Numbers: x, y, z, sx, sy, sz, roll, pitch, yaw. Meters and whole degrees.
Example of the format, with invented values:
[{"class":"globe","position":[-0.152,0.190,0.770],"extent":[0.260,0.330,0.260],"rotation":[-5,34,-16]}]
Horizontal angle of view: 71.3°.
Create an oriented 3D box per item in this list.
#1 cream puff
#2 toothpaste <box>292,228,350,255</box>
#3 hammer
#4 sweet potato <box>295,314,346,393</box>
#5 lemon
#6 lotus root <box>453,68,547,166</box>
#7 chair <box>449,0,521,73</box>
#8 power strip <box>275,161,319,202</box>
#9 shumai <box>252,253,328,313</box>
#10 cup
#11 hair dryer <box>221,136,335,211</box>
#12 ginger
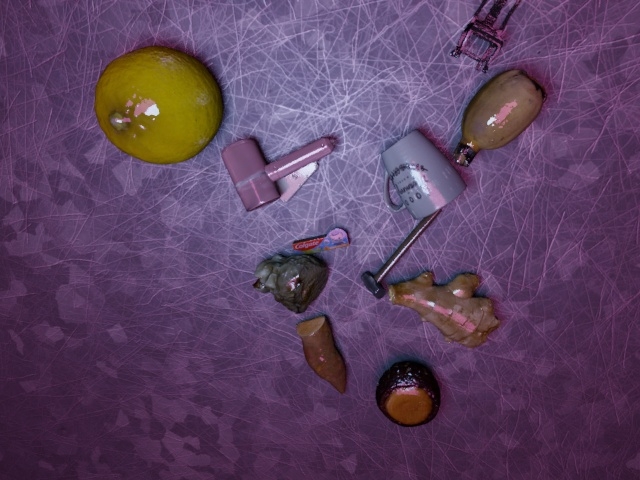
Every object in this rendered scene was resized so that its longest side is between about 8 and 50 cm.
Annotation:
[{"class":"cream puff","position":[0.321,0.556,1.637],"extent":[0.239,0.165,0.238],"rotation":[2,110,6]},{"class":"toothpaste","position":[0.000,0.000,1.540],"extent":[0.194,0.044,0.070],"rotation":[-12,106,10]},{"class":"hammer","position":[0.277,0.031,1.502],"extent":[0.044,0.111,0.365],"rotation":[30,105,-33]},{"class":"sweet potato","position":[0.016,0.444,1.655],"extent":[0.131,0.131,0.336],"rotation":[-17,105,12]},{"class":"lemon","position":[-0.479,-0.382,1.302],"extent":[0.365,0.364,0.363],"rotation":[2,109,6]},{"class":"lotus root","position":[0.497,-0.348,1.291],"extent":[0.183,0.182,0.310],"rotation":[38,109,-7]},{"class":"chair","position":[0.471,-0.601,1.246],"extent":[0.106,0.113,0.229],"rotation":[26,113,-5]},{"class":"power strip","position":[-0.089,-0.211,1.480],"extent":[0.081,0.035,0.192],"rotation":[42,108,-7]},{"class":"shumai","position":[-0.109,0.127,1.539],"extent":[0.218,0.189,0.255],"rotation":[24,152,20]},{"class":"cup","position":[0.279,-0.193,1.390],"extent":[0.258,0.186,0.234],"rotation":[-33,95,44]},{"class":"hair dryer","position":[-0.120,-0.255,1.409],"extent":[0.353,0.125,0.210],"rotation":[-24,92,10]},{"class":"ginger","position":[0.427,0.209,1.507],"extent":[0.376,0.166,0.236],"rotation":[30,117,-14]}]
